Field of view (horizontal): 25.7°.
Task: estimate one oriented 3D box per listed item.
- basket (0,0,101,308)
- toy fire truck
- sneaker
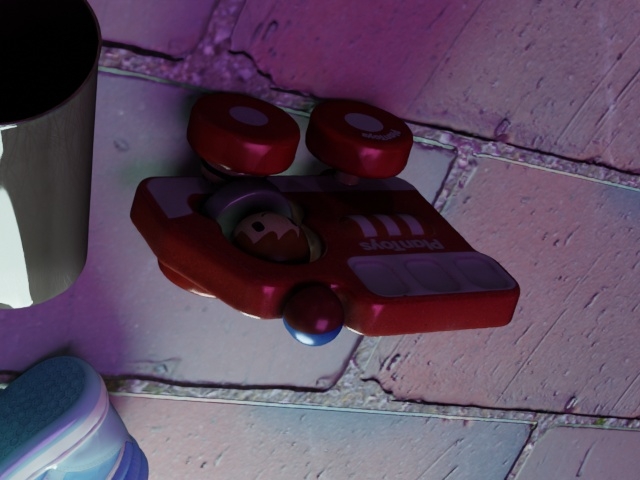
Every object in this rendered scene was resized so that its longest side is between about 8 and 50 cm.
[{"bbox_3d":[-0.249,-0.070,1.102,0.154,0.204,0.227,-4,135,-12],"label":"basket"},{"bbox_3d":[0.000,0.000,1.249,0.302,0.254,0.169,-1,121,-33],"label":"toy fire truck"},{"bbox_3d":[-0.300,0.275,1.342,0.319,0.127,0.208,-36,132,-5],"label":"sneaker"}]
